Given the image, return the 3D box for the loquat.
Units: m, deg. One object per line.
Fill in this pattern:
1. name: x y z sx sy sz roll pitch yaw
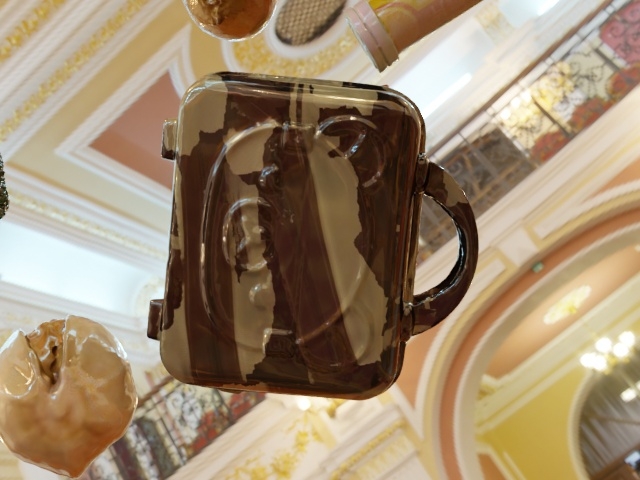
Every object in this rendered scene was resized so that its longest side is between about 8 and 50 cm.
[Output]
1. loquat: -0.120 -0.334 1.064 0.141 0.141 0.141 -27 -29 -16

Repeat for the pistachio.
1. pistachio: -0.281 0.159 0.867 0.157 0.229 0.157 -6 -74 -21

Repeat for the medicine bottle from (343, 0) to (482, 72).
1. medicine bottle: 0.131 -0.256 0.789 0.218 0.074 0.074 -32 -27 7

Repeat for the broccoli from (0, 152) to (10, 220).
1. broccoli: -0.394 -0.052 0.782 0.156 0.195 0.195 -9 -37 -40

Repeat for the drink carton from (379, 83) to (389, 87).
1. drink carton: 0.057 -0.154 1.301 0.071 0.096 0.223 -12 -16 -24

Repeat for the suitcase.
1. suitcase: 0.000 0.000 0.877 0.339 0.351 0.194 5 3 1
